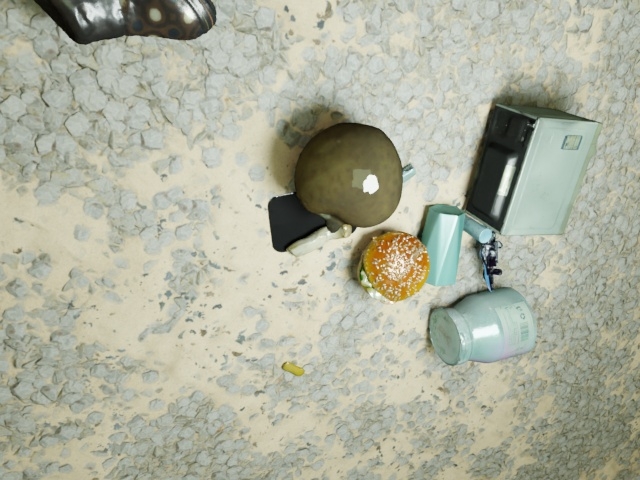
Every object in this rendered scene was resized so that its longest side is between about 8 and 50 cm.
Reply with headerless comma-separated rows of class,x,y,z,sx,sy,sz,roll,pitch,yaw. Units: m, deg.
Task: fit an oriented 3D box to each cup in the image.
cup,0.374,0.012,1.650,0.134,0.148,0.236,6,114,2

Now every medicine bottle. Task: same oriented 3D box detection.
medicine bottle,0.548,0.302,1.814,0.290,0.245,0.245,-9,119,-17

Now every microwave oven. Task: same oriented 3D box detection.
microwave oven,0.623,-0.216,1.591,0.286,0.218,0.355,-2,116,-22

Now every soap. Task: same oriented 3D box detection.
soap,-0.087,0.421,1.719,0.089,0.012,0.034,36,98,-34

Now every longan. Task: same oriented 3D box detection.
longan,0.076,-0.159,1.359,0.300,0.243,0.300,-1,117,-2

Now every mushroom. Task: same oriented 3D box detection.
mushroom,-0.001,-0.003,1.515,0.202,0.054,0.059,-23,124,-7

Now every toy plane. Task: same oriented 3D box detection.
toy plane,0.569,0.063,1.759,0.169,0.078,0.246,-37,115,-51

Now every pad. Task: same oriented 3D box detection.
pad,-0.017,-0.069,1.504,0.267,0.004,0.181,-14,120,-18

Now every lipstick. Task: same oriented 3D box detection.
lipstick,0.465,-0.046,1.642,0.048,0.158,0.048,-10,119,-20

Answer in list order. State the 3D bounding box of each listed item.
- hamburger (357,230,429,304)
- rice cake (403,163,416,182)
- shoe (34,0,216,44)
hamburger,0.222,0.080,1.591,0.236,0.147,0.237,-2,110,-6
rice cake,0.200,-0.168,1.535,0.180,0.030,0.042,-31,122,-8
shoe,-0.404,-0.479,1.013,0.384,0.171,0.237,32,93,-32
